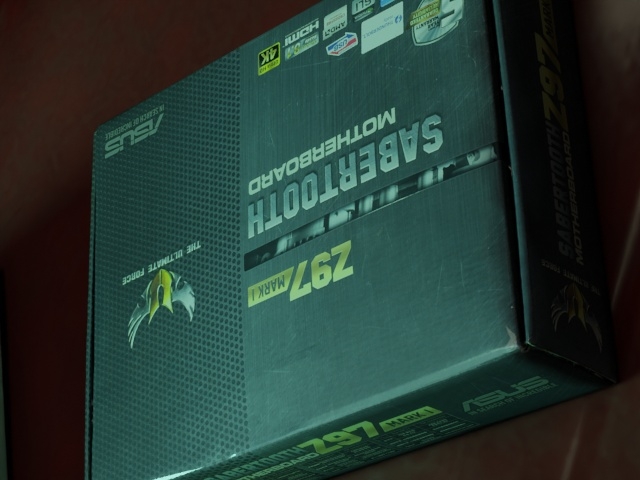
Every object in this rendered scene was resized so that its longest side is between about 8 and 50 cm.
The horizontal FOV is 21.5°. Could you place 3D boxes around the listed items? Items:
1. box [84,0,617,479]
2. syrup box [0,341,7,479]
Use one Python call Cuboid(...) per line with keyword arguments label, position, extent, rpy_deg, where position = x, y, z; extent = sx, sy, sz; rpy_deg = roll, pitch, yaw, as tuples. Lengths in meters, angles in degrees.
Cuboid(label="box", position=(0.000, 0.000, 0.677), extent=(0.233, 0.059, 0.183), rpy_deg=(-24, 57, 37))
Cuboid(label="syrup box", position=(-0.216, 0.115, 0.823), extent=(0.093, 0.096, 0.236), rpy_deg=(-32, 51, 31))
